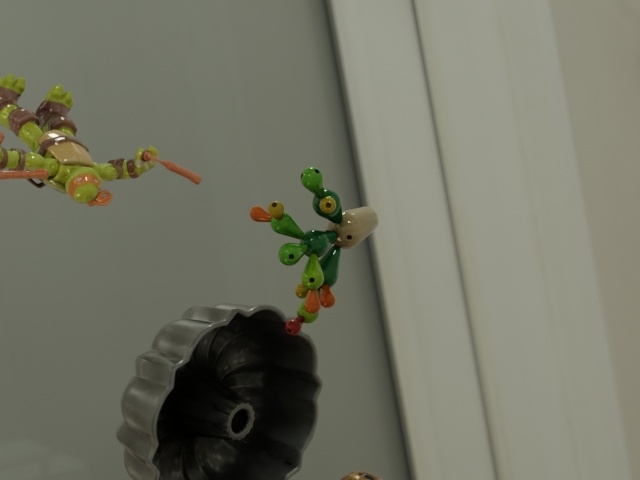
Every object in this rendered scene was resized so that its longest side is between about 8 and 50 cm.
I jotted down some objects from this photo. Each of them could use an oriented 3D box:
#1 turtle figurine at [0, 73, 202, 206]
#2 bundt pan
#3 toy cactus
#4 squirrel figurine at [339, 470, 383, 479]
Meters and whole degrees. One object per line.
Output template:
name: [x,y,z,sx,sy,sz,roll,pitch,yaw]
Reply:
turtle figurine: [-0.288,-0.101,1.786,0.269,0.087,0.217,-2,36,-33]
bundt pan: [-0.152,0.234,2.143,0.124,0.331,0.331,15,19,39]
toy cactus: [0.000,0.000,2.002,0.112,0.219,0.180,8,23,39]
squirrel figurine: [0.031,0.508,2.041,0.281,0.397,0.370,5,23,-11]
